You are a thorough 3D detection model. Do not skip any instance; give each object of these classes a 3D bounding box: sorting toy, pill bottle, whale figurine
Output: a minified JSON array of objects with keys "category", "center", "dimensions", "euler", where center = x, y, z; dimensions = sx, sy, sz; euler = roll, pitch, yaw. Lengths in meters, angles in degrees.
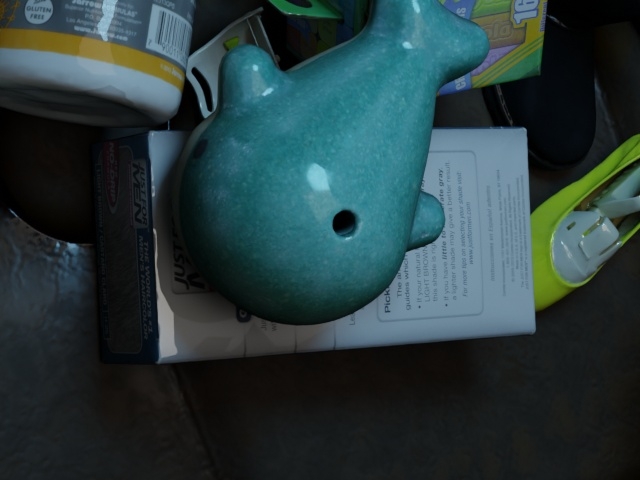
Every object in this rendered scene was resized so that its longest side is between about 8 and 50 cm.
[{"category":"sorting toy","center":[-0.068,-0.130,1.518],"dimensions":[0.075,0.045,0.083],"euler":[-27,103,-23]},{"category":"pill bottle","center":[-0.161,-0.230,1.392],"dimensions":[0.162,0.162,0.278],"euler":[12,81,-31]},{"category":"whale figurine","center":[0.021,-0.064,1.361],"dimensions":[0.216,0.141,0.272],"euler":[41,85,-24]}]

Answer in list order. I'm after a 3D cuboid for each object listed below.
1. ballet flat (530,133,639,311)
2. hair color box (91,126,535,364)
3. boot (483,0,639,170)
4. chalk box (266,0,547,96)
[{"category":"ballet flat","center":[0.245,-0.020,1.686],"dimensions":[0.231,0.077,0.077],"euler":[-41,110,-26]},{"category":"hair color box","center":[0.000,0.000,1.515],"dimensions":[0.347,0.105,0.174],"euler":[-2,89,-32]},{"category":"boot","center":[0.221,-0.179,1.601],"dimensions":[0.094,0.207,0.246],"euler":[-24,101,-31]},{"category":"chalk box","center":[0.053,-0.189,1.487],"dimensions":[0.213,0.132,0.132],"euler":[-13,125,-23]}]
